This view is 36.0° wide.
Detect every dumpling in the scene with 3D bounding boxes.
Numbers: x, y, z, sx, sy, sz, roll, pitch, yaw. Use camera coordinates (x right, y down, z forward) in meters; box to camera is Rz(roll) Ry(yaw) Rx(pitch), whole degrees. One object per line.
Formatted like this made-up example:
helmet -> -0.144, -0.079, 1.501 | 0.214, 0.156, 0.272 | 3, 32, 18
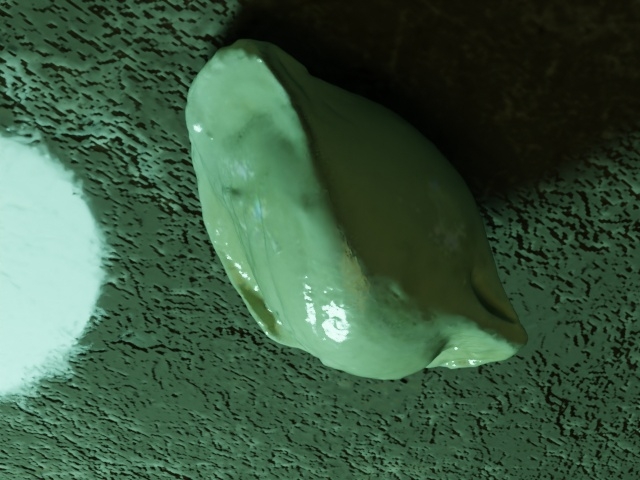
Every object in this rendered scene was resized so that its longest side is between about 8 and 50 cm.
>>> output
dumpling -> 0.000, 0.000, 0.592 | 0.252, 0.131, 0.179 | 46, 144, -20
